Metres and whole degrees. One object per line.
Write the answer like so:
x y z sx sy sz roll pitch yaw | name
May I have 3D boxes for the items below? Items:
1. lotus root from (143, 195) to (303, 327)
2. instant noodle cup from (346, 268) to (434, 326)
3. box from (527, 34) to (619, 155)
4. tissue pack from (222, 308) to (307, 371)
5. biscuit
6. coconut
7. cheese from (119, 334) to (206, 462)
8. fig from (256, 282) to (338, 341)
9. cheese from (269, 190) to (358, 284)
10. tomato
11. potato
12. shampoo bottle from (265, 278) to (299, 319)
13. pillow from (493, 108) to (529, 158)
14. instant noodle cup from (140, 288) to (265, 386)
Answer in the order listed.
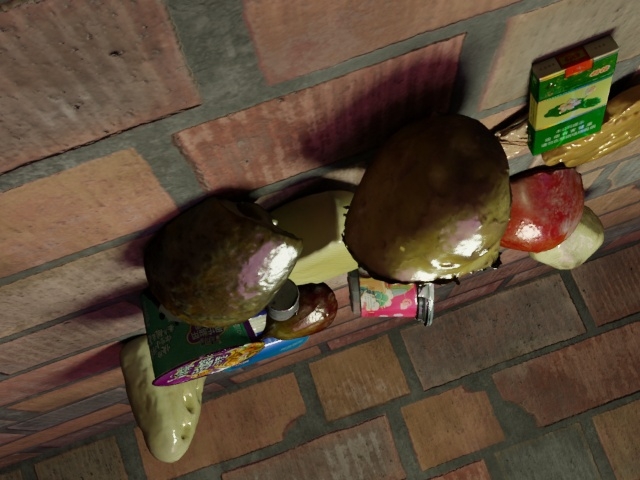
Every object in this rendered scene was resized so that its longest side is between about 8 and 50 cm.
-0.192 0.049 1.307 0.314 0.210 0.142 -46 164 31 | lotus root
0.151 0.077 1.732 0.181 0.258 0.302 -6 158 0 | instant noodle cup
0.413 -0.233 1.251 0.132 0.034 0.235 -20 152 3 | box
-0.172 0.271 2.143 0.269 0.137 0.209 -14 162 -20 | tissue pack
0.583 -0.219 1.523 0.275 0.052 0.355 -27 166 16 | biscuit
0.680 -0.011 2.139 0.224 0.224 0.224 -19 165 -5 | coconut
-0.389 0.425 2.039 0.129 0.328 0.351 -18 165 17 | cheese
-0.085 0.209 1.992 0.274 0.145 0.170 -33 166 -8 | fig
0.000 0.000 1.448 0.242 0.124 0.265 -28 163 27 | cheese
0.506 -0.052 1.820 0.309 0.170 0.309 -20 165 -6 | tomato
0.187 -0.093 1.192 0.300 0.289 0.237 -15 132 -34 | potato
-0.075 0.117 1.446 0.072 0.072 0.214 -18 170 -7 | shampoo bottle
0.367 -0.194 1.405 0.126 0.043 0.232 1 158 -40 | pillow
-0.265 0.180 1.610 0.251 0.190 0.251 -19 165 -5 | instant noodle cup
